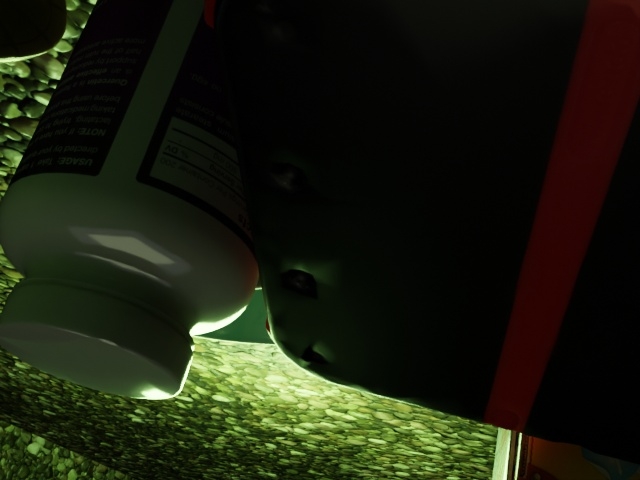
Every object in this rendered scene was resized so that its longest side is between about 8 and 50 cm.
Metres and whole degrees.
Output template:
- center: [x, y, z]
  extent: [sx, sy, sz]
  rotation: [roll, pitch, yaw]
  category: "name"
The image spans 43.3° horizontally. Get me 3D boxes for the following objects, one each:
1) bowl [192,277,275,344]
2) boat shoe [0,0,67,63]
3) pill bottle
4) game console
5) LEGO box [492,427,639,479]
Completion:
- center: [0.000, 0.000, 0.778]
  extent: [0.312, 0.163, 0.311]
  rotation: [0, 164, 0]
  category: "bowl"
- center: [-0.369, -0.171, 0.601]
  extent: [0.341, 0.121, 0.110]
  rotation: [-4, -179, -43]
  category: "boat shoe"
- center: [-0.114, -0.058, 0.592]
  extent: [0.182, 0.323, 0.181]
  rotation: [12, 153, 6]
  category: "pill bottle"
- center: [0.118, 0.001, 0.445]
  extent: [0.342, 0.060, 0.386]
  rotation: [12, 145, 12]
  category: "game console"
- center: [0.412, 0.141, 0.668]
  extent: [0.500, 0.372, 0.193]
  rotation: [9, 153, 11]
  category: "LEGO box"
